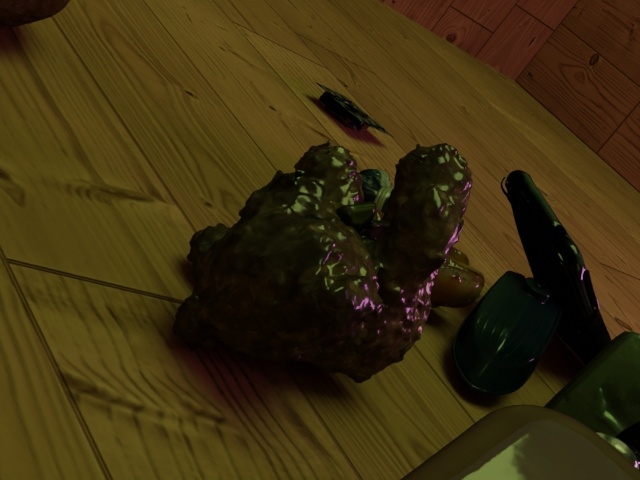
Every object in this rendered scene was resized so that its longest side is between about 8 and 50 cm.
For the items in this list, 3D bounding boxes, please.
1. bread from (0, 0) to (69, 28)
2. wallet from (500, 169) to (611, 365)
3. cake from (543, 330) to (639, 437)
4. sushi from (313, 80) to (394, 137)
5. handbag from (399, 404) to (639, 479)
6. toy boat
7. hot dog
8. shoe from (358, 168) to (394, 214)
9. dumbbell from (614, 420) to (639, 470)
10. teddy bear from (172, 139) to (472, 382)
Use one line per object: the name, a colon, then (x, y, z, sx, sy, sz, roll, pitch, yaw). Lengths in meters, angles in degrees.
bread: (-0.349, -0.295, 1.128, 0.230, 0.123, 0.230, 31, 14, -9)
wallet: (0.307, 0.065, 1.405, 0.172, 0.045, 0.318, 61, 1, 42)
cake: (0.335, 0.182, 1.166, 0.158, 0.172, 0.284, 44, 17, 14)
sushi: (0.049, -0.199, 1.805, 0.120, 0.026, 0.126, 42, 14, 24)
handbag: (0.166, 0.230, 0.637, 0.302, 0.149, 0.283, 40, 43, 15)
toy boat: (0.198, 0.110, 1.227, 0.093, 0.103, 0.246, 34, 27, 9)
hot dog: (0.076, 0.018, 1.233, 0.250, 0.076, 0.104, 26, 13, -25)
shoe: (0.053, -0.057, 1.410, 0.071, 0.063, 0.143, 16, 15, -5)
dumbbell: (0.350, 0.292, 0.858, 0.322, 0.203, 0.203, 33, 18, -12)
teddy bear: (0.001, -0.009, 0.937, 0.222, 0.246, 0.296, 61, 34, -48)
